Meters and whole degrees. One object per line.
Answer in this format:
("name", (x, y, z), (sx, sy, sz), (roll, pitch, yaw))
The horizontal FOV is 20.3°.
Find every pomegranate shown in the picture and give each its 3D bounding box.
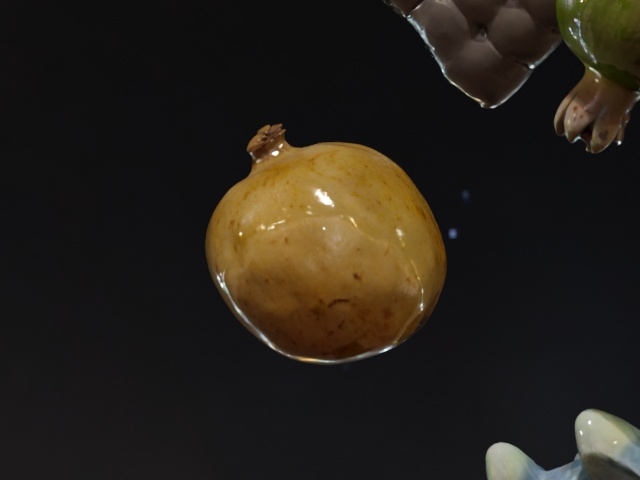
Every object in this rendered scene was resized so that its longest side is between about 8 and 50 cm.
("pomegranate", (0.000, 0.000, 1.357), (0.196, 0.196, 0.196), (1, -34, 1))
("pomegranate", (0.279, -0.190, 1.592), (0.210, 0.179, 0.179), (-39, -35, -11))

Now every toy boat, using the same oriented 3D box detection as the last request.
("toy boat", (0.323, 0.285, 1.826), (0.330, 0.123, 0.215), (43, -48, -18))

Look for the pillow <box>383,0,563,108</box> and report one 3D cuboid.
("pillow", (0.126, -0.311, 1.771), (0.326, 0.101, 0.228), (42, -62, -4))
